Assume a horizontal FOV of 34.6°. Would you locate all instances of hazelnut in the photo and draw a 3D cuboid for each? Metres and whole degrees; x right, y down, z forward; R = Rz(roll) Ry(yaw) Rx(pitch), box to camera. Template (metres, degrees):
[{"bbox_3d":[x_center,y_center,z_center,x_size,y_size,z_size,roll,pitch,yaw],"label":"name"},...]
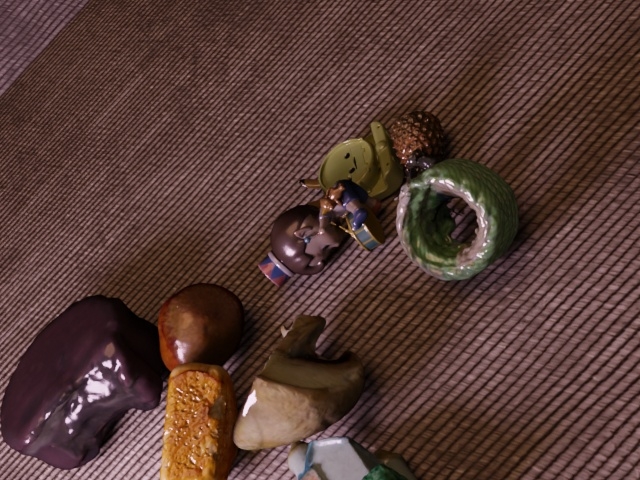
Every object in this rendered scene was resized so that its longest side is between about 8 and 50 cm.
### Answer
[{"bbox_3d":[-0.262,0.182,2.153,0.210,0.186,0.210,-14,54,20],"label":"hazelnut"}]

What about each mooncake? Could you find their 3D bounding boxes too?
[{"bbox_3d":[-0.508,0.298,2.248,0.381,0.212,0.351,-34,41,17],"label":"mooncake"}]

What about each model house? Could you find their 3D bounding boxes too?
[{"bbox_3d":[0.034,0.453,1.773,0.267,0.194,0.325,-49,30,4],"label":"model house"}]

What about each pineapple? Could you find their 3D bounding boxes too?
[{"bbox_3d":[0.206,-0.143,2.073,0.125,0.125,0.251,-24,55,23],"label":"pineapple"}]

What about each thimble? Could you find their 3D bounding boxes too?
[{"bbox_3d":[0.249,-0.043,1.887,0.219,0.150,0.219,9,109,27],"label":"thimble"}]

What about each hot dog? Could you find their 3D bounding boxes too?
[{"bbox_3d":[-0.239,0.377,2.025,0.150,0.153,0.257,1,70,6],"label":"hot dog"}]

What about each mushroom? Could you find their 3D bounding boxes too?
[{"bbox_3d":[-0.039,0.296,1.917,0.292,0.212,0.217,-79,4,-65],"label":"mushroom"}]

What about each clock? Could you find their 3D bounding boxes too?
[{"bbox_3d":[0.062,-0.140,2.205,0.232,0.069,0.170,-28,48,20],"label":"clock"}]

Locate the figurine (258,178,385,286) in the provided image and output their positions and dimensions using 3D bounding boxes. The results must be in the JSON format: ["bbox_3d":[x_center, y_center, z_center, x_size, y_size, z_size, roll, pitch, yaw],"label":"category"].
[{"bbox_3d":[-0.005,-0.008,2.117,0.275,0.161,0.158,-29,87,23],"label":"figurine"}]
